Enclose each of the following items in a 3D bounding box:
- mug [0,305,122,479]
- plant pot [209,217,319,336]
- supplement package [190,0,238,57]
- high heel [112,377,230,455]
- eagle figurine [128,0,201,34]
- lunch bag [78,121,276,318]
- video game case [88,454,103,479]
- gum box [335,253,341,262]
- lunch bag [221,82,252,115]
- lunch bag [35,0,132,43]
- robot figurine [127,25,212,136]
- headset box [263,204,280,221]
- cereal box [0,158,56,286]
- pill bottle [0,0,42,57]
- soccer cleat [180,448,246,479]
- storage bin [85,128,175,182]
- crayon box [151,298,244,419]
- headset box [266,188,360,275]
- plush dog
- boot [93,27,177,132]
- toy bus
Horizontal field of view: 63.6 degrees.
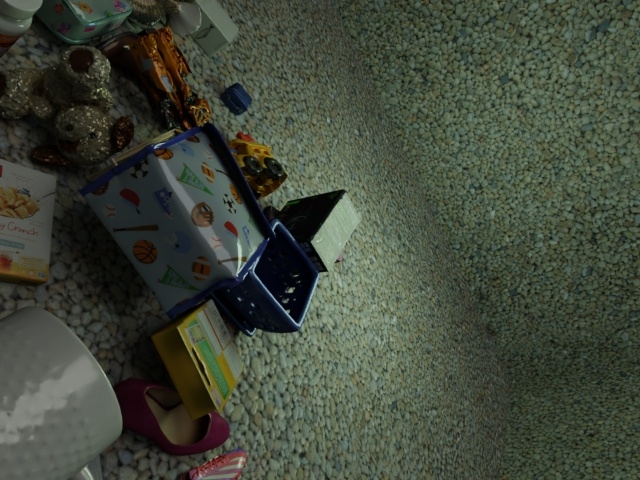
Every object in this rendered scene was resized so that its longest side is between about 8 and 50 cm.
[{"bbox_3d":[-0.492,0.337,0.767,0.328,0.276,0.374,-37,95,-46],"label":"mug"},{"bbox_3d":[-0.168,0.117,1.447,0.236,0.212,0.236,52,36,-25],"label":"plant pot"},{"bbox_3d":[-0.376,-0.722,1.703,0.179,0.105,0.105,47,38,-31],"label":"supplement package"},{"bbox_3d":[-0.299,0.391,1.125,0.377,0.181,0.127,30,49,-45],"label":"high heel"},{"bbox_3d":[-0.491,-0.722,1.464,0.298,0.225,0.226,22,65,-63],"label":"eagle figurine"},{"bbox_3d":[-0.272,-0.076,1.165,0.328,0.238,0.385,61,17,-12],"label":"lunch bag"},{"bbox_3d":[-0.484,0.429,0.964,0.166,0.015,0.119,13,61,-61],"label":"video game case"},{"bbox_3d":[0.000,0.000,1.906,0.188,0.062,0.107,37,44,-41],"label":"gum box"},{"bbox_3d":[-0.284,-0.476,1.739,0.098,0.067,0.065,45,39,-32],"label":"lunch bag"},{"bbox_3d":[-0.613,-0.617,1.257,0.279,0.108,0.224,50,33,-13],"label":"lunch bag"},{"bbox_3d":[-0.393,-0.414,1.396,0.211,0.085,0.291,-72,142,-55],"label":"robot figurine"},{"bbox_3d":[-0.158,-0.075,1.738,0.083,0.032,0.062,36,45,-44],"label":"headset box"},{"bbox_3d":[-0.618,-0.041,1.011,0.173,0.047,0.240,20,57,-51],"label":"cereal box"},{"bbox_3d":[-0.653,-0.442,1.019,0.121,0.221,0.121,32,48,-44],"label":"pill bottle"},{"bbox_3d":[-0.262,0.548,1.197,0.248,0.083,0.095,-31,95,-55],"label":"soccer cleat"},{"bbox_3d":[-0.399,-0.114,1.313,0.262,0.123,0.260,60,34,-15],"label":"storage bin"},{"bbox_3d":[-0.276,0.265,1.184,0.323,0.083,0.203,-89,154,-87],"label":"crayon box"},{"bbox_3d":[-0.039,-0.027,1.645,0.131,0.246,0.283,60,43,-26],"label":"headset box"},{"bbox_3d":[-0.535,-0.274,1.138,0.210,0.262,0.226,-72,146,-81],"label":"plush dog"},{"bbox_3d":[-0.482,-0.424,1.428,0.281,0.096,0.264,68,24,-18],"label":"boot"},{"bbox_3d":[-0.240,-0.250,1.625,0.220,0.149,0.211,1,59,-54],"label":"toy bus"}]
